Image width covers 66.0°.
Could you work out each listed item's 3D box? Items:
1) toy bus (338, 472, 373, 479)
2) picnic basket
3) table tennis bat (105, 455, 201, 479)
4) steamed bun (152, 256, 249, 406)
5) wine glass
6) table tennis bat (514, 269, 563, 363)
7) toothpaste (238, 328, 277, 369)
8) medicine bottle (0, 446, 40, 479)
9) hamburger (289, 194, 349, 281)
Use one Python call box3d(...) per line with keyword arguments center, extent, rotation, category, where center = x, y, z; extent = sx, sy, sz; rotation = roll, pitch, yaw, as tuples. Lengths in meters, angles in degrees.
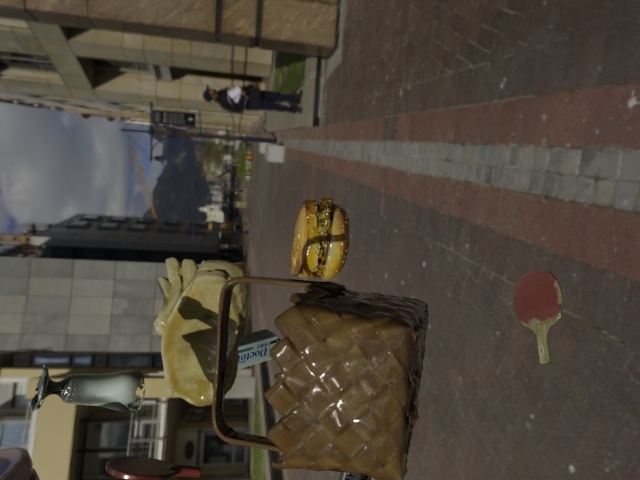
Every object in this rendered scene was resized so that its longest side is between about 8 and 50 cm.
box3d(center=(0.108, 0.728, 1.506), extent=(0.139, 0.113, 0.302), rotation=(105, -173, -57), category="toy bus")
box3d(center=(-0.004, 0.186, 0.729), extent=(0.291, 0.320, 0.255), rotation=(4, -92, -74), category="picnic basket")
box3d(center=(-0.558, 0.766, 1.657), extent=(0.200, 0.310, 0.038), rotation=(-10, 66, 66), category="table tennis bat")
box3d(center=(-0.293, 0.187, 1.169), extent=(0.189, 0.247, 0.428), rotation=(-83, 6, -59), category="steamed bun")
box3d(center=(-0.368, 0.240, 0.787), extent=(0.072, 0.155, 0.072), rotation=(-23, 60, 48), category="wine glass")
box3d(center=(0.552, 0.189, 1.240), extent=(0.131, 0.022, 0.235), rotation=(-24, 61, 52), category="table tennis bat")
box3d(center=(-0.286, 0.355, 1.519), extent=(0.067, 0.336, 0.081), rotation=(21, 112, 47), category="toothpaste")
box3d(center=(-0.424, 0.426, 0.666), extent=(0.133, 0.133, 0.250), rotation=(-152, 46, -79), category="medicine bottle")
box3d(center=(0.002, -0.007, 1.093), extent=(0.182, 0.117, 0.191), rotation=(-140, 55, -73), category="hamburger")
